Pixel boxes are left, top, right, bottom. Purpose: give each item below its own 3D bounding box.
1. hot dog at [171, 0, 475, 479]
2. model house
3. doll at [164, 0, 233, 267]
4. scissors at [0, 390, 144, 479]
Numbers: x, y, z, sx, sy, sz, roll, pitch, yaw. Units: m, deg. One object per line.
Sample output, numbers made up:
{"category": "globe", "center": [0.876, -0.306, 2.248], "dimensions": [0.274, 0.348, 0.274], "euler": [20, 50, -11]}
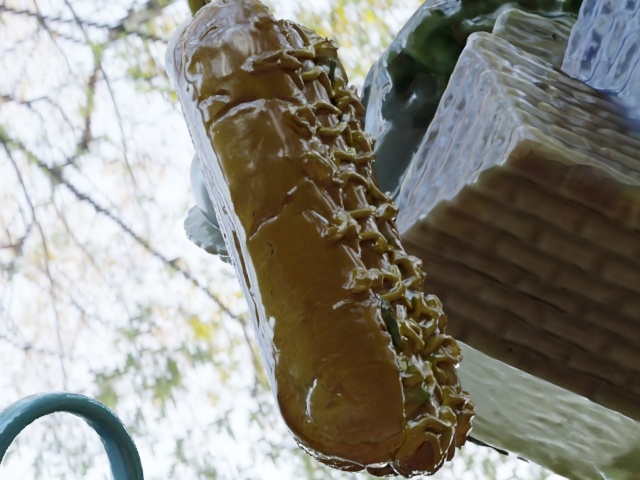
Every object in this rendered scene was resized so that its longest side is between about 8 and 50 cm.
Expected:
{"category": "hot dog", "center": [0.000, 0.000, 0.533], "dimensions": [0.045, 0.165, 0.071], "euler": [-29, -26, 20]}
{"category": "model house", "center": [0.136, -0.053, 0.884], "dimensions": [0.261, 0.266, 0.321], "euler": [23, -106, 5]}
{"category": "doll", "center": [-0.069, -0.093, 1.472], "dimensions": [0.119, 0.138, 0.293], "euler": [-40, -45, -43]}
{"category": "scissors", "center": [-0.058, 0.236, 1.166], "dimensions": [0.447, 0.029, 0.192], "euler": [24, -109, -40]}
